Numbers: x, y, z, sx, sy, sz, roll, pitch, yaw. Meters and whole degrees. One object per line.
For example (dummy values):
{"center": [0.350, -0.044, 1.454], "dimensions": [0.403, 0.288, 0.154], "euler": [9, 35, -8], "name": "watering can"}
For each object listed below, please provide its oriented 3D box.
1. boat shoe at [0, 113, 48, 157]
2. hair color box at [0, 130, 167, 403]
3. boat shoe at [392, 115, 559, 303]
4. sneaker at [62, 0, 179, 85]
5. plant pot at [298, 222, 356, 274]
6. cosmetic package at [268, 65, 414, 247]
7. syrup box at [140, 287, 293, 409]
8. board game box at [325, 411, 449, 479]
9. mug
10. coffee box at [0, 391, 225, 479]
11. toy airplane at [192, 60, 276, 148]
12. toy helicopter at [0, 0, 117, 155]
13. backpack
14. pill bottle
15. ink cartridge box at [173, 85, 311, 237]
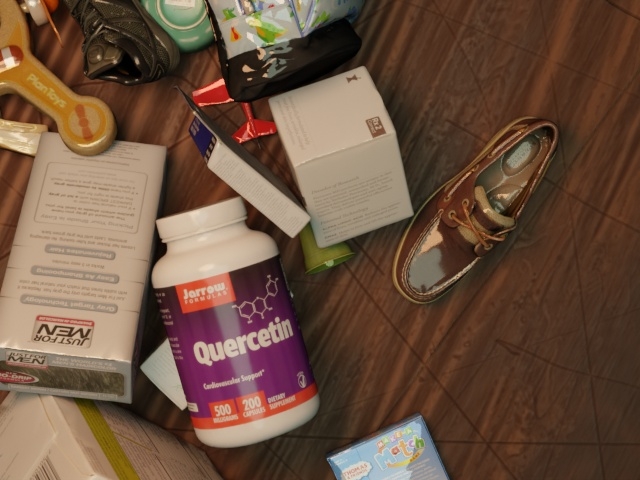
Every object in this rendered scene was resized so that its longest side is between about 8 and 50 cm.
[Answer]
{"center": [-0.483, -0.170, 1.866], "dimensions": [0.170, 0.063, 0.059], "euler": [17, 86, -10], "name": "boat shoe"}
{"center": [-0.326, 0.030, 1.753], "dimensions": [0.185, 0.114, 0.375], "euler": [7, 51, -4], "name": "hair color box"}
{"center": [0.236, -0.046, 1.883], "dimensions": [0.123, 0.123, 0.342], "euler": [43, 90, -5], "name": "boat shoe"}
{"center": [-0.310, -0.305, 1.769], "dimensions": [0.227, 0.130, 0.087], "euler": [48, 123, -2], "name": "sneaker"}
{"center": [0.000, 0.000, 1.900], "dimensions": [0.083, 0.083, 0.079], "euler": [-23, 83, -2], "name": "plant pot"}
{"center": [0.031, -0.118, 1.812], "dimensions": [0.151, 0.151, 0.184], "euler": [-20, 138, -2], "name": "cosmetic package"}
{"center": [-0.153, 0.130, 1.885], "dimensions": [0.237, 0.093, 0.096], "euler": [-45, 95, 0], "name": "syrup box"}
{"center": [0.123, 0.393, 1.947], "dimensions": [0.160, 0.039, 0.212], "euler": [-24, 95, -2], "name": "board game box"}
{"center": [-0.209, -0.332, 1.850], "dimensions": [0.157, 0.097, 0.129], "euler": [-41, 95, -1], "name": "mug"}
{"center": [-0.314, 0.435, 1.724], "dimensions": [0.334, 0.338, 0.338], "euler": [34, 92, -32], "name": "coffee box"}
{"center": [-0.115, -0.209, 1.899], "dimensions": [0.151, 0.028, 0.151], "euler": [0, 94, -2], "name": "toy airplane"}
{"center": [-0.423, -0.259, 1.805], "dimensions": [0.355, 0.140, 0.235], "euler": [39, 78, 7], "name": "toy helicopter"}
{"center": [-0.069, -0.403, 1.745], "dimensions": [0.273, 0.290, 0.356], "euler": [-28, 90, 25], "name": "backpack"}
{"center": [-0.124, 0.110, 1.747], "dimensions": [0.181, 0.181, 0.323], "euler": [-16, 95, -2], "name": "pill bottle"}
{"center": [-0.125, -0.113, 1.784], "dimensions": [0.224, 0.223, 0.045], "euler": [42, 94, -20], "name": "ink cartridge box"}
